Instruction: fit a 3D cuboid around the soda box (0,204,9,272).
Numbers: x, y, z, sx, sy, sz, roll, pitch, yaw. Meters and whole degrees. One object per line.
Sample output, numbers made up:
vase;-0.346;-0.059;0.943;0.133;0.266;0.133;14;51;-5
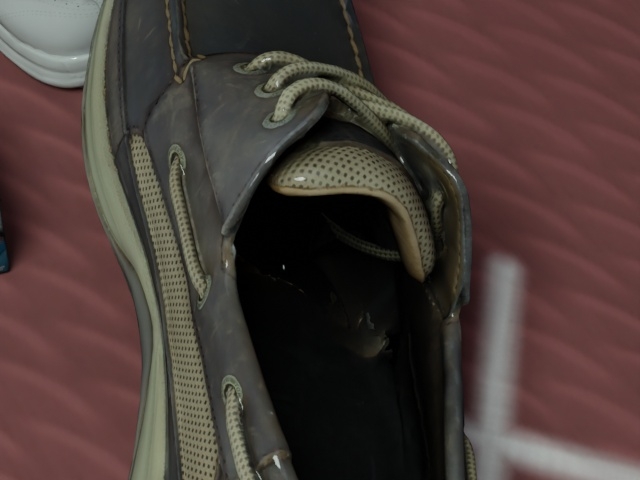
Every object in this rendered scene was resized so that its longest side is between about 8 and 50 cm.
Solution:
soda box;-0.218;-0.001;0.631;0.183;0.058;0.063;-17;62;-15

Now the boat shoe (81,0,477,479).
boat shoe;0.000;0.000;0.592;0.132;0.130;0.355;9;59;-32

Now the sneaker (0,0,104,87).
sneaker;-0.168;-0.156;0.709;0.212;0.094;0.080;31;62;13
